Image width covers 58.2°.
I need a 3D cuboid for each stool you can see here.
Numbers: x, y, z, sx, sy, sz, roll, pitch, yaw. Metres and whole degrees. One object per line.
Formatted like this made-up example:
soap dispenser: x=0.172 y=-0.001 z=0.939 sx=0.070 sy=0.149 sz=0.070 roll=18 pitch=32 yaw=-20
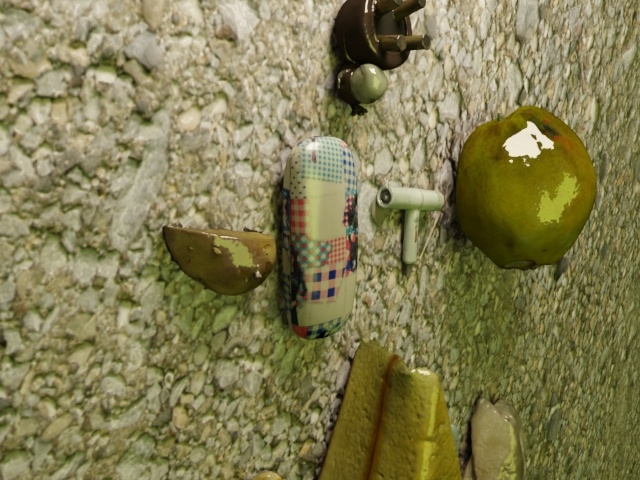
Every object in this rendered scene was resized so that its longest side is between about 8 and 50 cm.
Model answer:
stool: x=0.089 y=-0.300 z=0.892 sx=0.125 sy=0.121 sz=0.217 roll=23 pitch=80 yaw=-44

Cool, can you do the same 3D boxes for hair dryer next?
hair dryer: x=0.159 y=-0.009 z=1.080 sx=0.155 sy=0.044 sz=0.183 roll=2 pitch=102 yaw=-40

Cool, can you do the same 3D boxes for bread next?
bread: x=0.159 y=0.372 z=1.041 sx=0.245 sy=0.233 sz=0.362 roll=13 pitch=91 yaw=-43

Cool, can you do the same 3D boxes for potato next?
potato: x=-0.128 y=0.033 z=0.797 sx=0.172 sy=0.089 sz=0.101 roll=8 pitch=98 yaw=-44

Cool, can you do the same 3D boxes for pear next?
pear: x=0.397 y=-0.096 z=1.127 sx=0.269 sy=0.269 sz=0.321 roll=-24 pitch=103 yaw=-36

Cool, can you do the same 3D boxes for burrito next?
burrito: x=0.424 y=0.557 z=1.397 sx=0.190 sy=0.135 sz=0.332 roll=21 pitch=83 yaw=-36

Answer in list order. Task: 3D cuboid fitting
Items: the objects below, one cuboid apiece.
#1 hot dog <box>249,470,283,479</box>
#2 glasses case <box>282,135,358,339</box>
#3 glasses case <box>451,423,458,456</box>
hot dog: x=-0.142 y=0.468 z=0.904 sx=0.242 sy=0.073 sz=0.084 roll=-30 pitch=114 yaw=-33
glasses case: x=0.000 y=0.000 z=0.912 sx=0.125 sy=0.076 sz=0.327 roll=-13 pitch=109 yaw=-41
glasses case: x=0.279 y=0.498 z=1.304 sx=0.067 sy=0.045 sz=0.178 roll=-11 pitch=109 yaw=-33
